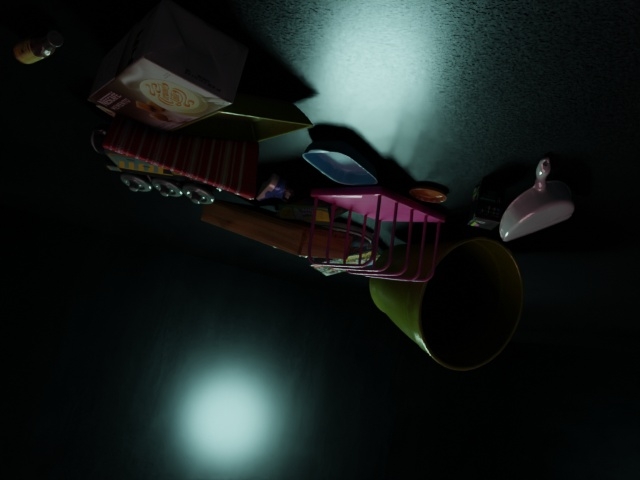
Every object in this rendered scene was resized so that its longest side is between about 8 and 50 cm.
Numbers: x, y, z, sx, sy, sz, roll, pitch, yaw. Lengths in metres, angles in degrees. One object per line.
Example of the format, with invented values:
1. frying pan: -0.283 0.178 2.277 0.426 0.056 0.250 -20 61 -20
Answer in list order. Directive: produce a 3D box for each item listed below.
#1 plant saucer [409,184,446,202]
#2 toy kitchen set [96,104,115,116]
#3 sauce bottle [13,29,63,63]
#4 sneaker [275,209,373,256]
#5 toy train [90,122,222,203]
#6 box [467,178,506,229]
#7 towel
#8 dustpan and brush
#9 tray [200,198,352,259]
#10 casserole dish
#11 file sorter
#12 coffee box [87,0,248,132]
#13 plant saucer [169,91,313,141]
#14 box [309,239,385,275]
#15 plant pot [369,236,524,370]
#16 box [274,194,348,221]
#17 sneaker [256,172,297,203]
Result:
1. plant saucer: 0.241 -0.105 1.199 0.084 0.013 0.083 13 169 3
2. toy kitchen set: -0.400 -0.254 1.088 0.083 0.068 0.075 7 166 28
3. sauce bottle: -0.473 -0.328 0.900 0.128 0.042 0.042 0 162 40
4. sneaker: 0.000 0.000 1.699 0.321 0.127 0.126 11 167 3
5. toy train: -0.353 -0.191 1.209 0.334 0.142 0.190 11 156 19
6. box: 0.335 -0.072 1.079 0.052 0.083 0.062 13 169 4
7. towel: -0.242 -0.182 0.997 0.275 0.198 0.031 19 131 -20
8. dustpan and brush: 0.404 -0.081 0.984 0.147 0.060 0.211 -21 157 3
9. tray: -0.131 -0.038 1.515 0.411 0.076 0.203 17 -174 41
10. casserole dish: 0.046 -0.161 1.104 0.114 0.036 0.188 5 165 36
11. file sorter: 0.134 -0.006 1.288 0.202 0.182 0.291 3 171 41
12. coffee box: -0.243 -0.256 0.828 0.141 0.098 0.247 23 165 -38
13. plant saucer: -0.141 -0.216 0.936 0.189 0.045 0.188 -2 -179 -39
14. box: 0.097 0.060 1.854 0.233 0.044 0.159 -15 159 18
15. plant pot: 0.334 0.149 1.587 0.367 0.366 0.353 20 178 -27
16. box: -0.026 -0.087 1.400 0.179 0.043 0.105 3 -159 34
17. sneaker: -0.111 -0.124 1.398 0.085 0.058 0.152 26 159 -16
